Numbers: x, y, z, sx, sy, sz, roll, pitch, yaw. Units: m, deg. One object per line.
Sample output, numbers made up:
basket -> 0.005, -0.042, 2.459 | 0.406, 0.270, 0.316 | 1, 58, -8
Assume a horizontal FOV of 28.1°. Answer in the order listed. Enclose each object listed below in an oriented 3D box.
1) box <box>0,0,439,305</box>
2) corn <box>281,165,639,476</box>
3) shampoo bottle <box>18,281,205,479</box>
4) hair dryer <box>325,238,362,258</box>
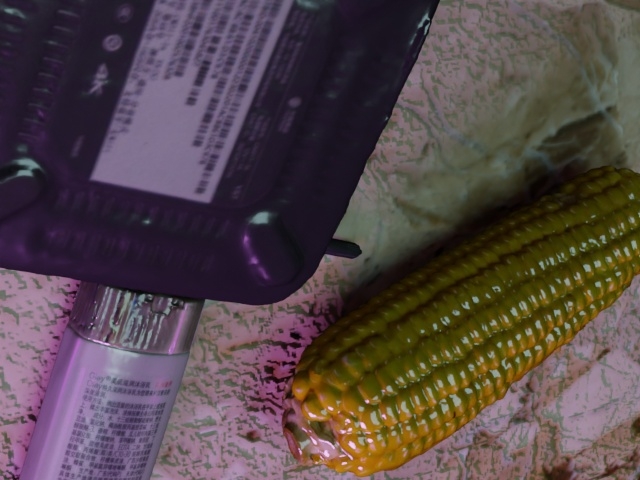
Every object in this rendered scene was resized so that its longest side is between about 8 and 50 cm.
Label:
box -> -0.087, -0.102, 0.737 | 0.289, 0.073, 0.290 | 11, 116, -29
corn -> 0.123, 0.058, 0.961 | 0.363, 0.120, 0.120 | -31, 123, -21
shampoo bottle -> -0.147, 0.132, 0.845 | 0.086, 0.056, 0.227 | 10, 103, -38
hair dryer -> 0.000, 0.000, 0.914 | 0.083, 0.026, 0.047 | 14, 101, -41
